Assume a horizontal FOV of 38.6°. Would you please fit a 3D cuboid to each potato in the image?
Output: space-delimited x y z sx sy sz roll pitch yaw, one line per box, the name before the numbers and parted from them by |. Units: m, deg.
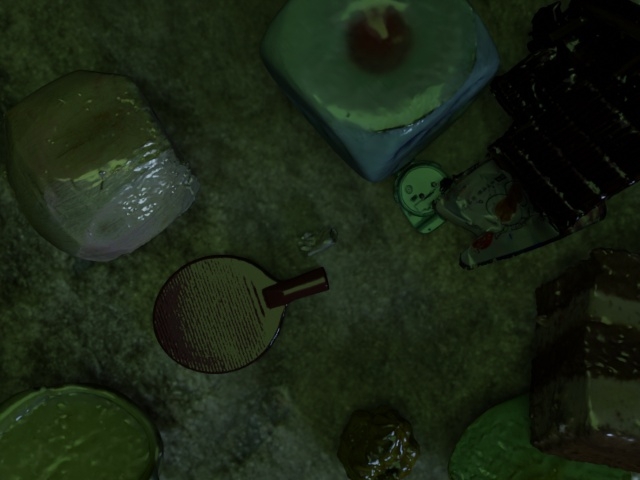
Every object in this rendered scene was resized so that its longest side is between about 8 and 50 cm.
potato | -0.389 0.385 1.511 0.330 0.213 0.280 41 77 9

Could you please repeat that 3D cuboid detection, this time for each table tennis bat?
table tennis bat | -0.135 0.112 1.537 0.310 0.038 0.200 -19 93 5

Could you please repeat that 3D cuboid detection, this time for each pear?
pear | 0.366 0.360 1.484 0.288 0.139 0.239 30 74 9

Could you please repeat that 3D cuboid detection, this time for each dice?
dice | 0.087 -0.266 1.370 0.264 0.262 0.268 -42 84 0

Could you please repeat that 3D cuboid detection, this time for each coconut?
coconut | -0.348 -0.113 1.413 0.254 0.297 0.297 -34 91 -6

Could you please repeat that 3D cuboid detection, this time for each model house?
model house | 0.374 -0.203 1.339 0.282 0.297 0.317 -37 79 4

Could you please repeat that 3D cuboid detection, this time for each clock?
clock | 0.167 -0.085 1.502 0.101 0.041 0.135 -40 91 5

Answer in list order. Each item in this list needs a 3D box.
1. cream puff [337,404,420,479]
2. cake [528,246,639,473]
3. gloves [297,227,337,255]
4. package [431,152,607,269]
cream puff | 0.098 0.346 1.503 0.146 0.116 0.146 0 92 1
cake | 0.467 0.188 1.365 0.282 0.256 0.290 13 70 -1
gloves | 0.000 0.001 1.520 0.080 0.037 0.044 -7 57 19
package | 0.317 -0.066 1.481 0.269 0.071 0.194 -29 103 -16
